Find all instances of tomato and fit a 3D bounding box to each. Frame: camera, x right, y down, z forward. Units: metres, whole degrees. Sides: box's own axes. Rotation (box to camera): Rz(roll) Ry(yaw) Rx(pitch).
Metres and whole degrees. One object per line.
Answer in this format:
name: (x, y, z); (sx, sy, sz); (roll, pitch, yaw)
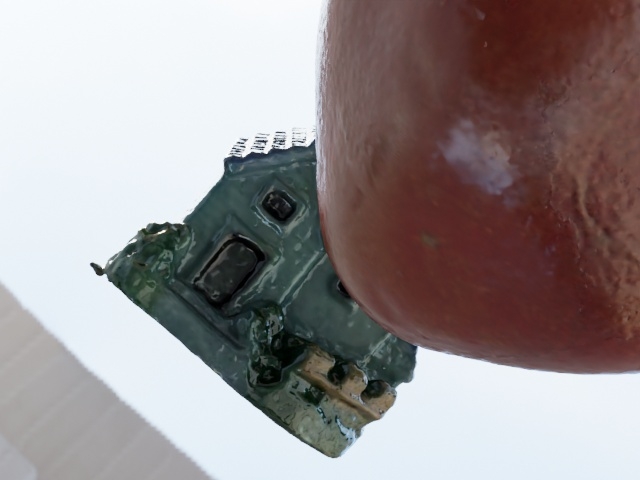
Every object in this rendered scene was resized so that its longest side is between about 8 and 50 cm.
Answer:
tomato: (0.049, -0.029, 0.454); (0.166, 0.174, 0.082); (7, -144, 40)

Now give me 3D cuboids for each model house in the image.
model house: (0.000, 0.000, 0.728); (0.148, 0.119, 0.148); (39, -86, -2)
